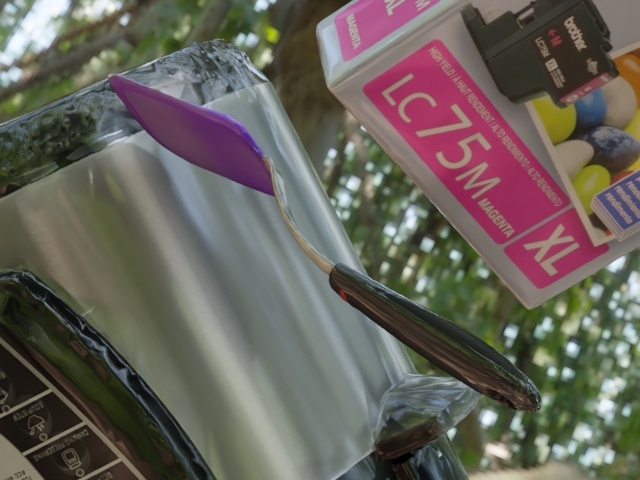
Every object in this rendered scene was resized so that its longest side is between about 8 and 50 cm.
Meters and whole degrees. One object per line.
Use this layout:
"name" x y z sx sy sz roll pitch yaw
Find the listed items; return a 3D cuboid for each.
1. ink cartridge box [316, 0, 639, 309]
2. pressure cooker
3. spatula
"ink cartridge box" 0.176 -0.109 0.740 0.311 0.065 0.186 -33 -53 16
"pressure cooker" -0.114 0.117 1.067 0.420 0.375 0.370 64 -21 -4
"spatula" 0.000 0.000 0.809 0.296 0.030 0.084 40 -10 32
